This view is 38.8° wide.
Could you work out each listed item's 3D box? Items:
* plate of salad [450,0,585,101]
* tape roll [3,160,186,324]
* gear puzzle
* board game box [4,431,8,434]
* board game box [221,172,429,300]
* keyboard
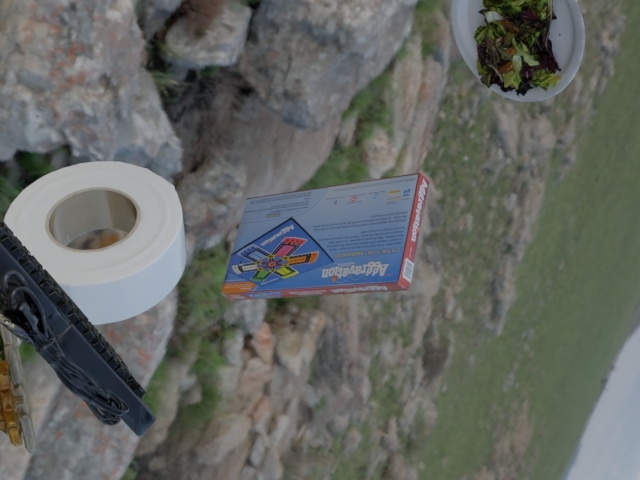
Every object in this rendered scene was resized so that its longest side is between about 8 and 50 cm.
[{"bbox_3d":[0.237,-0.263,1.134,0.048,0.200,0.200,-34,146,-34],"label":"plate of salad"},{"bbox_3d":[-0.360,-0.002,1.472,0.286,0.286,0.100,-50,154,-38],"label":"tape roll"},{"bbox_3d":[-0.360,0.148,1.020,0.044,0.339,0.175,-12,106,-18],"label":"gear puzzle"},{"bbox_3d":[-0.607,0.209,1.473,0.030,0.259,0.136,-50,157,-34],"label":"board game box"},{"bbox_3d":[0.000,0.000,1.138,0.027,0.281,0.145,38,58,-43],"label":"board game box"},{"bbox_3d":[-0.221,0.060,0.750,0.033,0.201,0.317,-34,132,-6],"label":"keyboard"}]
